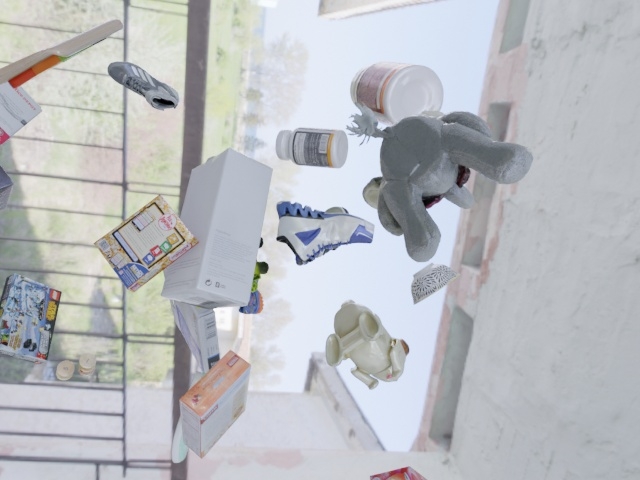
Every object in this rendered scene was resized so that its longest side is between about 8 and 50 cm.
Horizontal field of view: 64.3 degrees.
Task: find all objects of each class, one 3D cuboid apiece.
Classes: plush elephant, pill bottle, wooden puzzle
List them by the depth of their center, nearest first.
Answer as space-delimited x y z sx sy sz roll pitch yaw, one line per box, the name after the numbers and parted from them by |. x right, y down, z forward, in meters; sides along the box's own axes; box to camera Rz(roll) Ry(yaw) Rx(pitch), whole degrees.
0.217 -0.137 1.023 0.272 0.330 0.255 -52 157 15 | plush elephant
-0.553 -0.385 1.066 0.221 0.238 0.044 -68 141 -50 | wooden puzzle
0.262 -0.540 1.876 0.392 0.224 0.224 -130 -136 -62 | pill bottle
-0.036 -0.390 2.126 0.162 0.278 0.162 9 90 -67 | pill bottle

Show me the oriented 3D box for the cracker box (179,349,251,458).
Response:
-0.236 0.371 1.149 0.156 0.067 0.232 -43 158 -39 | cracker box

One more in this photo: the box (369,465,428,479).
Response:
0.242 0.727 1.404 0.257 0.122 0.128 53 23 -45 | box

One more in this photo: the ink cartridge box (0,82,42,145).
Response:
-0.819 -0.330 1.309 0.109 0.063 0.150 55 52 -34 | ink cartridge box

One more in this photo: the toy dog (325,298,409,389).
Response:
0.225 0.489 2.301 0.284 0.408 0.395 -42 -149 7 | toy dog

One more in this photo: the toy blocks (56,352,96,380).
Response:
-0.827 0.439 1.725 0.054 0.123 0.148 62 -35 16 | toy blocks

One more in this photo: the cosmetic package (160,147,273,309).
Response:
-0.270 -0.025 1.348 0.217 0.156 0.385 -12 -120 49 | cosmetic package

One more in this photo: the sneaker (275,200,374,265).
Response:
-0.001 0.000 1.591 0.127 0.315 0.182 105 -3 -80 | sneaker

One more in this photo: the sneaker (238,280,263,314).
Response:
-0.265 0.156 1.782 0.083 0.087 0.221 -20 -95 43 | sneaker

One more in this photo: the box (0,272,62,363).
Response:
-0.512 0.137 0.888 0.094 0.027 0.137 39 36 -47 | box

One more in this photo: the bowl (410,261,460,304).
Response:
0.336 0.120 1.573 0.080 0.170 0.170 55 -17 9 | bowl

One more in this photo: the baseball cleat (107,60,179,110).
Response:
-0.492 -0.429 1.417 0.072 0.206 0.109 -59 -156 29 | baseball cleat

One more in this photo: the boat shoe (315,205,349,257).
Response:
0.062 -0.038 2.120 0.127 0.113 0.340 63 -32 26 | boat shoe

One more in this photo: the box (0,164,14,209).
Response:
-0.920 -0.130 1.241 0.142 0.163 0.247 -34 -178 43 | box

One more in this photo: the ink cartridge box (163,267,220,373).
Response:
-0.420 0.252 1.676 0.307 0.072 0.304 48 -33 41 | ink cartridge box

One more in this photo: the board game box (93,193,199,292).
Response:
-0.412 0.005 1.212 0.147 0.193 0.045 49 -10 13 | board game box

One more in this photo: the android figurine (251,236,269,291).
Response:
-0.276 0.050 1.665 0.273 0.056 0.248 -5 -80 46 | android figurine

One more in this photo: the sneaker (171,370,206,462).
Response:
-0.314 0.505 1.409 0.094 0.151 0.256 -162 -90 -83 | sneaker
